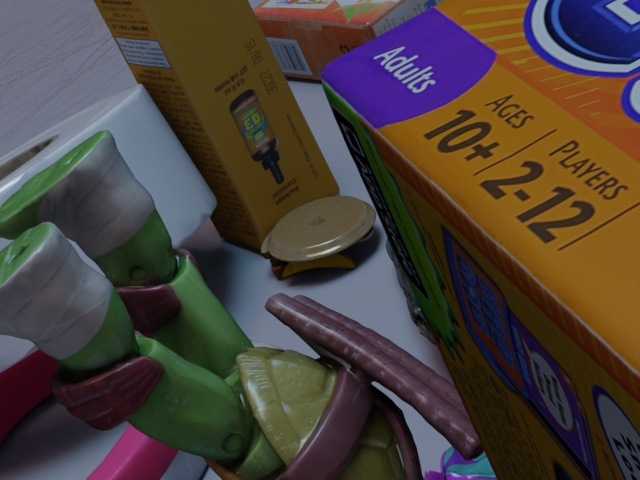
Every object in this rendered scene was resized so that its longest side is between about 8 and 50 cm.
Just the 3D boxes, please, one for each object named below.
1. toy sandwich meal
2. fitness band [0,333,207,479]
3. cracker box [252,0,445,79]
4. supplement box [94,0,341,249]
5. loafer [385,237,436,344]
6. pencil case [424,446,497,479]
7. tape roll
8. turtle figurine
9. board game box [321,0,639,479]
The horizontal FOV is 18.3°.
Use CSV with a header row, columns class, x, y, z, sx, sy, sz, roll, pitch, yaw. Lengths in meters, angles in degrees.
class,x,y,z,sx,sy,sz,roll,pitch,yaw
toy sandwich meal,0.000,0.000,1.343,0.085,0.029,0.085,-16,27,8
fitness band,-0.165,0.127,1.218,0.209,0.054,0.291,-11,28,27
cracker box,0.078,-0.215,1.629,0.232,0.067,0.155,-40,30,-26
supplement box,-0.075,-0.108,1.373,0.078,0.233,0.080,-38,26,-25
loafer,0.091,0.023,1.187,0.096,0.084,0.267,4,27,-13
pencil case,0.132,0.119,0.958,0.151,0.070,0.064,-13,65,26
tape roll,-0.214,0.009,1.342,0.286,0.100,0.286,-32,11,7
turtle figurine,-0.074,0.104,0.913,0.198,0.266,0.274,-51,20,-29
board game box,0.269,0.062,0.614,0.356,0.356,0.356,-28,26,-6
